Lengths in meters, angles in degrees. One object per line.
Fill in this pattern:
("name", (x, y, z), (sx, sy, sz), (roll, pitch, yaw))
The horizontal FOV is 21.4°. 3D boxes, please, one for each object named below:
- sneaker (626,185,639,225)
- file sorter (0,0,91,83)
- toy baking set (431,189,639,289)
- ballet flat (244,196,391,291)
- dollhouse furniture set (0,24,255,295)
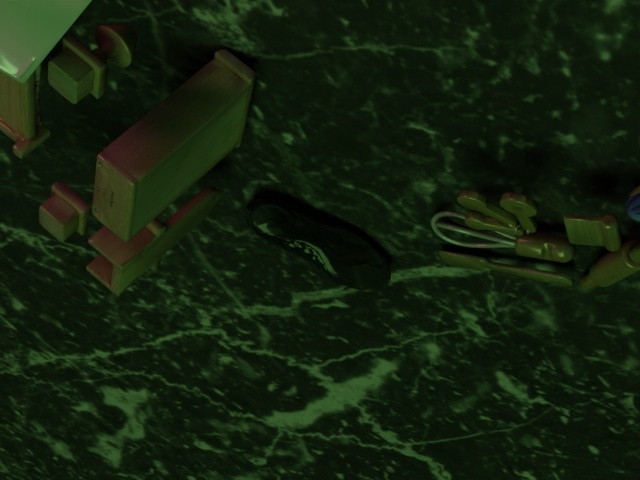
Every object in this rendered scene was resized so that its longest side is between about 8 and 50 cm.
("sneaker", (0.371, -0.017, 1.540), (0.188, 0.067, 0.078), (4, 140, 18))
("file sorter", (-0.296, -0.301, 1.370), (0.277, 0.173, 0.193), (31, 146, -17))
("toy baking set", (0.213, -0.002, 1.655), (0.196, 0.030, 0.256), (21, 162, -4))
("ballet flat", (0.000, 0.000, 1.779), (0.173, 0.057, 0.049), (29, -174, -14))
("dollhouse furniture set", (-0.256, -0.173, 1.644), (0.355, 0.174, 0.303), (39, 150, 14))
